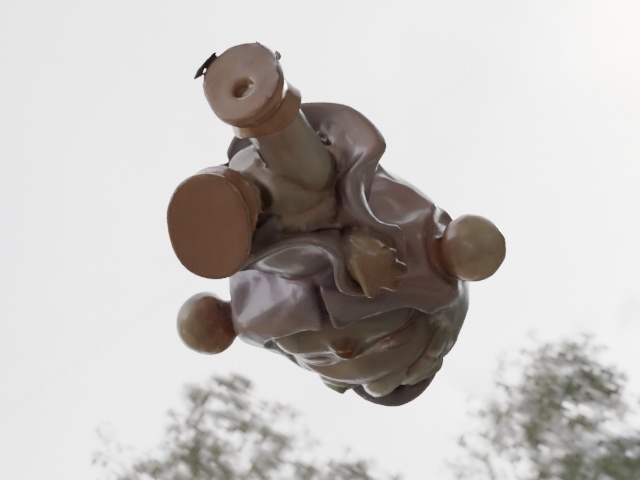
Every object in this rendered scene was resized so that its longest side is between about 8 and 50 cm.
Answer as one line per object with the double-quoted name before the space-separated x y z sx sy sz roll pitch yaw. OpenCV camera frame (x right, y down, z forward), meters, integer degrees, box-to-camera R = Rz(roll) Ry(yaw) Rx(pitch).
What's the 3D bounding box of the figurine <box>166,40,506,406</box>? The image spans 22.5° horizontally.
"figurine" 0.000 0.000 0.907 0.276 0.200 0.133 47 -150 -57
